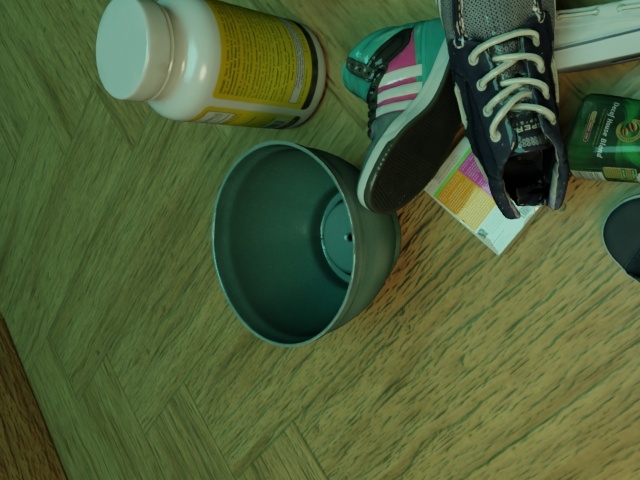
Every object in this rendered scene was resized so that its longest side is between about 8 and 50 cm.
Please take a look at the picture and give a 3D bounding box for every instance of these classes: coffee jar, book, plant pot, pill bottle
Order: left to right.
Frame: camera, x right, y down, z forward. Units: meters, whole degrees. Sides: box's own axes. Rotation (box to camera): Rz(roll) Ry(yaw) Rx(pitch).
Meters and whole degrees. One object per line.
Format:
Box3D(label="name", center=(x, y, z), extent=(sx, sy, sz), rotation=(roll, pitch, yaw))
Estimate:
Box3D(label="pill bottle", center=(-0.164, -0.279, 0.946), extent=(0.188, 0.334, 0.188), rotation=(5, 98, 42))
Box3D(label="plant pot", center=(0.000, 0.000, 0.919), extent=(0.293, 0.196, 0.293), rotation=(5, 97, 42))
Box3D(label="book", center=(0.224, -0.062, 0.821), extent=(0.144, 0.035, 0.096), rotation=(48, 120, 27))
Box3D(label="coffee jar", center=(0.369, -0.103, 0.644), extent=(0.184, 0.079, 0.096), rotation=(16, 83, 40))

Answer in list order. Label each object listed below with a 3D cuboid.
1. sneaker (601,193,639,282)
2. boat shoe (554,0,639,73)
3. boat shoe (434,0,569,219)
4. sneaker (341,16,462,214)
Box3D(label="sneaker", center=(0.423, 0.044, 0.590), extent=(0.321, 0.127, 0.126), rotation=(34, 117, 36))
Box3D(label="boat shoe", center=(0.359, -0.242, 0.636), extent=(0.258, 0.095, 0.084), rotation=(-2, 98, 41))
Box3D(label="boat shoe", center=(0.205, -0.177, 0.633), extent=(0.127, 0.340, 0.158), rotation=(-16, 43, 13))
Box3D(label="sneaker", center=(0.091, -0.185, 0.826), extent=(0.178, 0.124, 0.295), rotation=(22, 77, 43))
